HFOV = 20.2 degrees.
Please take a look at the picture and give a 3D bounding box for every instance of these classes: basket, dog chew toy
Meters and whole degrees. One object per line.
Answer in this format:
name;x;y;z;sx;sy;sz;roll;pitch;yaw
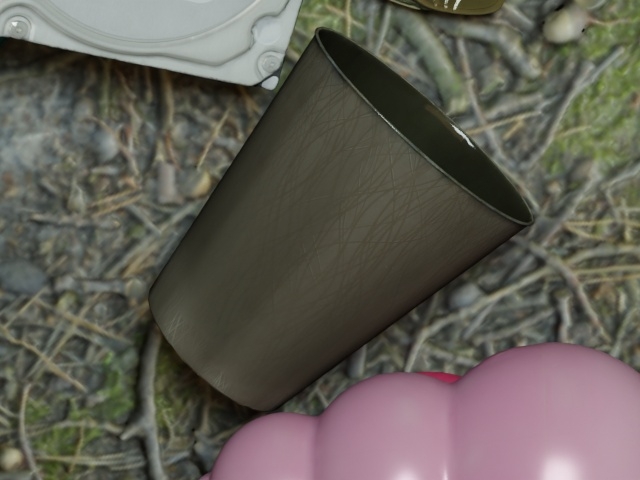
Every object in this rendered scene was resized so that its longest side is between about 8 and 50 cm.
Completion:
basket;0.000;0.000;1.262;0.204;0.154;0.227;38;107;-18
dog chew toy;0.078;0.177;1.240;0.332;0.206;0.206;-3;106;8

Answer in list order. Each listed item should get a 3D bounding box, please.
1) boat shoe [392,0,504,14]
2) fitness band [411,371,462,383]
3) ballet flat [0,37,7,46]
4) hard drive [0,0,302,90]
boat shoe;0.056;-0.193;1.262;0.153;0.048;0.056;9;94;-8
fitness band;0.093;0.239;1.377;0.209;0.054;0.291;-24;105;5
ballet flat;-0.384;-0.083;1.265;0.400;0.139;0.139;-42;101;13
hard drive;-0.158;-0.240;1.139;0.339;0.064;0.237;11;110;-21
